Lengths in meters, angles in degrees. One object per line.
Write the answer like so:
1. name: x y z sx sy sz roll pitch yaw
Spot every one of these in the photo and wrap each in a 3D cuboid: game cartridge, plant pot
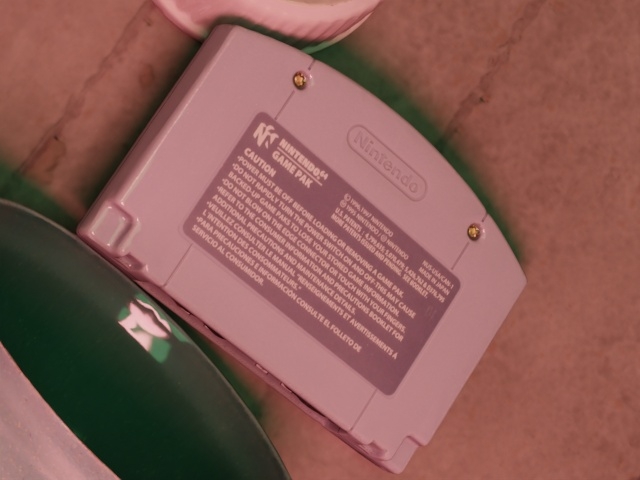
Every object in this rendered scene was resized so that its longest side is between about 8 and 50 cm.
1. game cartridge: 0.000 0.000 1.297 0.297 0.062 0.198 40 71 -26
2. plant pot: -0.178 0.144 1.153 0.196 0.293 0.293 -42 104 11

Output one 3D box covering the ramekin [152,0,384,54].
1. ramekin: -0.024 -0.230 1.291 0.207 0.109 0.207 1 87 -20
